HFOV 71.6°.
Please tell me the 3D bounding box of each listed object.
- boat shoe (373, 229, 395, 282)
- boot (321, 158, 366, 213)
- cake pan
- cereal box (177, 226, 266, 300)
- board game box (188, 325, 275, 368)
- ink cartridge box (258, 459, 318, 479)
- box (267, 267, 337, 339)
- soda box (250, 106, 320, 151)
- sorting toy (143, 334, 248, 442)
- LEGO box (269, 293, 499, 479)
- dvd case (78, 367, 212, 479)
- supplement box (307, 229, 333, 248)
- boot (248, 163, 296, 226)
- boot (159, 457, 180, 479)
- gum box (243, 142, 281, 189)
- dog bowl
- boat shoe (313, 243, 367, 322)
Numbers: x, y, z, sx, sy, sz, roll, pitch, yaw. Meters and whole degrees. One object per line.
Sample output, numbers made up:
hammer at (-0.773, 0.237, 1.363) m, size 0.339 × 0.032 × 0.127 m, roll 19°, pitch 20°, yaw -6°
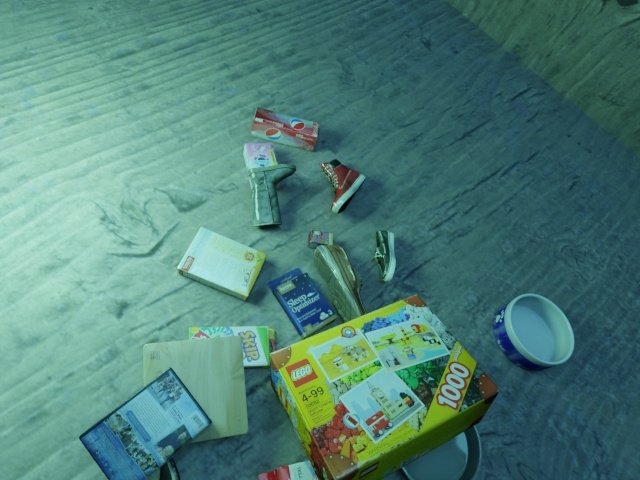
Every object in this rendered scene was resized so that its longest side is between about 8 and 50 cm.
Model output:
boat shoe at (0.228, 0.055, 1.627) m, size 0.070 × 0.077 × 0.219 m, roll 14°, pitch 49°, yaw -11°
boot at (0.054, -0.217, 1.723) m, size 0.176 × 0.088 × 0.244 m, roll 32°, pitch 48°, yaw 2°
cake pan at (0.346, 0.611, 1.346) m, size 0.294 × 0.054 × 0.293 m, roll 8°, pitch 59°, yaw -14°
cereal box at (-0.318, 0.075, 1.449) m, size 0.240 × 0.047 × 0.173 m, roll 24°, pitch 56°, yaw -3°
board game box at (-0.261, 0.322, 1.332) m, size 0.260 × 0.039 × 0.124 m, roll 4°, pitch 61°, yaw -19°
ink cartridge box at (-0.038, 0.660, 1.177) m, size 0.231 × 0.078 × 0.134 m, roll -4°, pitch 62°, yaw -20°
box at (-0.063, 0.198, 1.468) m, size 0.137 × 0.036 × 0.225 m, roll -27°, pitch 70°, yaw -29°
soda box at (-0.141, -0.445, 1.786) m, size 0.264 × 0.092 × 0.083 m, roll 12°, pitch 57°, yaw -11°
sorting toy at (-0.338, 0.402, 1.203) m, size 0.256 × 0.089 × 0.256 m, roll -2°, pitch 72°, yaw -18°
LEGO box at (0.162, 0.413, 1.240) m, size 0.501 × 0.193 × 0.372 m, roll -18°, pitch 47°, yaw -23°
dvd case at (-0.424, 0.465, 1.094) m, size 0.253 × 0.022 × 0.180 m, roll -37°, pitch 85°, yaw -24°
supplement box at (0.000, 0.000, 1.599) m, size 0.083 × 0.043 × 0.054 m, roll 11°, pitch 58°, yaw -13°
boot at (-0.162, -0.159, 1.581) m, size 0.190 × 0.076 × 0.208 m, roll -11°, pitch 80°, yaw -8°
boot at (-0.407, 0.626, 1.084) m, size 0.137 × 0.076 × 0.197 m, roll -17°, pitch 66°, yaw -20°
gum box at (-0.223, -0.285, 1.683) m, size 0.107 × 0.062 × 0.188 m, roll -6°, pitch 63°, yaw -21°
dog bowl at (0.774, 0.334, 1.619) m, size 0.265 × 0.104 × 0.264 m, roll 8°, pitch 58°, yaw -14°
boat shoe at (0.092, 0.145, 1.501) m, size 0.117 × 0.123 × 0.324 m, roll -15°, pitch 68°, yaw -27°
